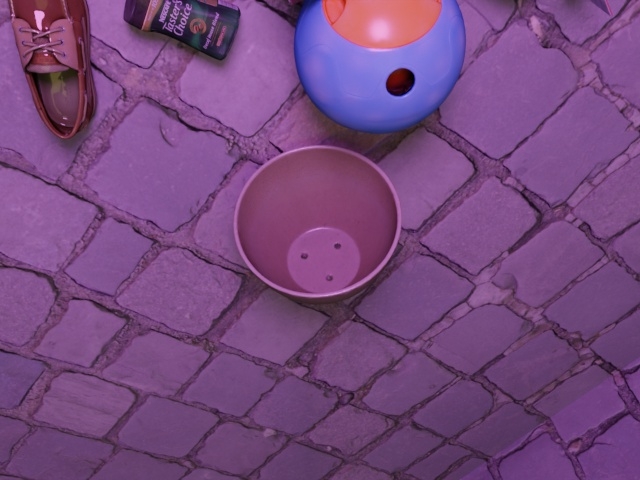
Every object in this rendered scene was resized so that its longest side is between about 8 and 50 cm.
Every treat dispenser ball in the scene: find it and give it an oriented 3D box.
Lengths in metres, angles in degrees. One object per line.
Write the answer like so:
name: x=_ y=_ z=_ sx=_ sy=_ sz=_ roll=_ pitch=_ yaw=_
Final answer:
treat dispenser ball: x=0.098 y=-0.326 z=1.026 sx=0.287 sy=0.288 sz=0.288 roll=-6 pitch=130 yaw=-7

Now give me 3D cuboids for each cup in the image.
cup: x=0.000 y=0.000 z=1.290 sx=0.330 sy=0.331 sz=0.237 roll=-13 pitch=156 yaw=-2

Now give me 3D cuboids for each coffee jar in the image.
coffee jar: x=-0.236 y=-0.385 z=1.039 sx=0.184 sy=0.079 sz=0.096 roll=15 pitch=124 yaw=-23

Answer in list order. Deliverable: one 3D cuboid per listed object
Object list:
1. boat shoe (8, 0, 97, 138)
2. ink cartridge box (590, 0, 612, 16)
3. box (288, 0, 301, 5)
boat shoe: x=-0.445 y=-0.320 z=1.019 sx=0.122 sy=0.120 sz=0.324 roll=-7 pitch=130 yaw=-7
ink cartridge box: x=0.385 y=-0.517 z=0.964 sx=0.060 sy=0.239 sz=0.275 roll=-34 pitch=128 yaw=16
box: x=0.082 y=-0.521 z=0.881 sx=0.381 sy=0.191 sz=0.143 roll=-24 pitch=155 yaw=0
